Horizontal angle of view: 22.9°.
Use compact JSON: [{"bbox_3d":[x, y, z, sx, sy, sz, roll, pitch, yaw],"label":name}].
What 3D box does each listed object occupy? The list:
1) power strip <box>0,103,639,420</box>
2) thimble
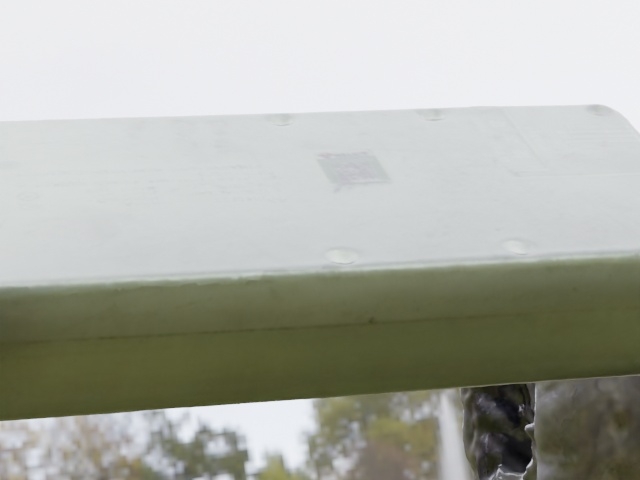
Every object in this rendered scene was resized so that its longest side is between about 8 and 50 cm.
[{"bbox_3d":[0.000,0.000,0.495,0.270,0.046,0.118,-3,29,-11],"label":"power strip"},{"bbox_3d":[0.173,0.077,0.927,0.157,0.217,0.245,-4,-54,-5],"label":"thimble"}]
